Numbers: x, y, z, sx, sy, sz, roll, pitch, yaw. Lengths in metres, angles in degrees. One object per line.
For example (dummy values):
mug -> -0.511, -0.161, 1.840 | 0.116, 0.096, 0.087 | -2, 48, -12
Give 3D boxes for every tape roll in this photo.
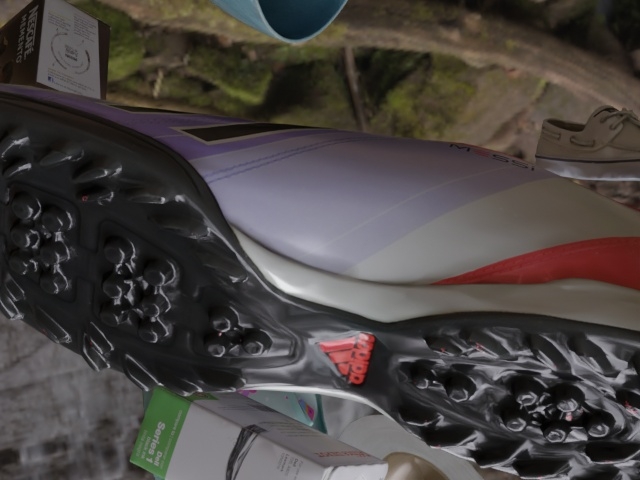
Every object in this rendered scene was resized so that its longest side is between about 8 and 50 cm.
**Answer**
tape roll -> 0.119, 0.383, 1.373 | 0.286, 0.286, 0.100 | -6, 138, -53

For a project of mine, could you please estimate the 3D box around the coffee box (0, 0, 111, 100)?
coffee box -> -0.394, -0.175, 1.377 | 0.168, 0.297, 0.119 | -26, 144, 35

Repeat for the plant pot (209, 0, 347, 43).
plant pot -> -0.076, -0.369, 1.002 | 0.195, 0.290, 0.290 | 22, -172, 21

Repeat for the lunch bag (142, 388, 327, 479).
lunch bag -> -0.113, 0.240, 1.309 | 0.223, 0.160, 0.262 | -31, -155, 5

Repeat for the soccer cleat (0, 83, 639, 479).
soccer cleat -> 0.000, 0.000, 0.385 | 0.318, 0.108, 0.116 | 16, -140, 4

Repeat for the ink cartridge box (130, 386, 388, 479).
ink cartridge box -> -0.062, 0.235, 1.041 | 0.219, 0.092, 0.160 | 20, 179, 28

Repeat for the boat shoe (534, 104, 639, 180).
boat shoe -> 0.137, -0.046, 0.466 | 0.035, 0.035, 0.100 | -2, -172, -20
